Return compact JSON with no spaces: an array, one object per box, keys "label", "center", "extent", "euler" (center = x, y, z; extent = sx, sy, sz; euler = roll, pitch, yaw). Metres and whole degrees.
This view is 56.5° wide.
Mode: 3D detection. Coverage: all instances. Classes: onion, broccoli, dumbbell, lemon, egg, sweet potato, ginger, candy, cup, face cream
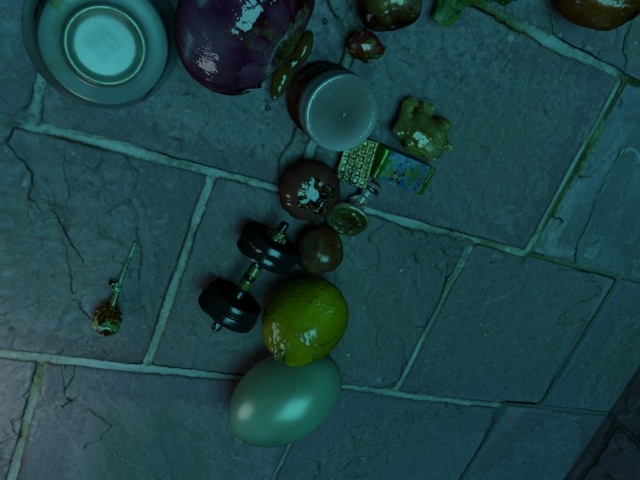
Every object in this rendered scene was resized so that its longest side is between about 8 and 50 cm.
[{"label":"onion","center":[-0.189,-0.497,1.316],"extent":[0.345,0.358,0.357],"euler":[14,112,-2]},{"label":"broccoli","center":[0.395,-0.666,1.525],"extent":[0.254,0.269,0.268],"euler":[18,109,-22]},{"label":"dumbbell","center":[-0.204,0.105,1.712],"extent":[0.185,0.185,0.388],"euler":[27,103,-30]},{"label":"lemon","center":[-0.051,0.242,1.786],"extent":[0.310,0.254,0.253],"euler":[-45,132,-39]},{"label":"egg","center":[-0.113,0.497,1.893],"extent":[0.389,0.276,0.276],"euler":[-34,123,-6]},{"label":"sweet potato","center":[-0.078,-0.453,1.539],"extent":[0.058,0.055,0.202],"euler":[31,101,-16]},{"label":"ginger","center":[0.304,-0.311,1.735],"extent":[0.216,0.102,0.157],"euler":[25,78,-25]},{"label":"candy","center":[0.241,-0.213,1.786],"extent":[0.195,0.062,0.097],"euler":[16,109,-28]},{"label":"candy","center":[-0.564,0.135,1.662],"extent":[0.078,0.084,0.287],"euler":[18,101,-24]},{"label":"cup","center":[-0.482,-0.445,1.330],"extent":[0.348,0.163,0.346],"euler":[-9,120,-16]},{"label":"face cream","center":[0.027,-0.354,1.554],"extent":[0.201,0.187,0.200],"euler":[-9,119,-16]}]

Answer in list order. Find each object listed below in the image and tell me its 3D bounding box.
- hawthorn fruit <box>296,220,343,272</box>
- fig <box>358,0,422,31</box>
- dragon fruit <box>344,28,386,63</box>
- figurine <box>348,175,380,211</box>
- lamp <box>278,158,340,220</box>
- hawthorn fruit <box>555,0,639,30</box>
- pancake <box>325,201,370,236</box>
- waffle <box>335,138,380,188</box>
[{"label":"hawthorn fruit","center":[-0.005,0.016,1.762],"extent":[0.149,0.149,0.188],"euler":[-15,123,-13]},{"label":"fig","center":[0.173,-0.639,1.486],"extent":[0.161,0.143,0.230],"euler":[-3,120,1]},{"label":"dragon fruit","center":[0.122,-0.509,1.570],"extent":[0.116,0.086,0.080],"euler":[9,107,-21]},{"label":"figurine","center":[0.124,-0.135,1.791],"extent":[0.072,0.054,0.129],"euler":[37,107,-16]},{"label":"lamp","center":[-0.028,-0.137,1.677],"extent":[0.182,0.140,0.181],"euler":[-7,114,-17]},{"label":"hawthorn fruit","center":[0.748,-0.698,1.652],"extent":[0.300,0.211,0.211],"euler":[4,115,-9]},{"label":"pancake","center":[0.079,-0.059,1.793],"extent":[0.140,0.022,0.139],"euler":[5,136,5]},{"label":"waffle","center":[0.103,-0.229,1.714],"extent":[0.103,0.042,0.147],"euler":[16,110,-1]}]
